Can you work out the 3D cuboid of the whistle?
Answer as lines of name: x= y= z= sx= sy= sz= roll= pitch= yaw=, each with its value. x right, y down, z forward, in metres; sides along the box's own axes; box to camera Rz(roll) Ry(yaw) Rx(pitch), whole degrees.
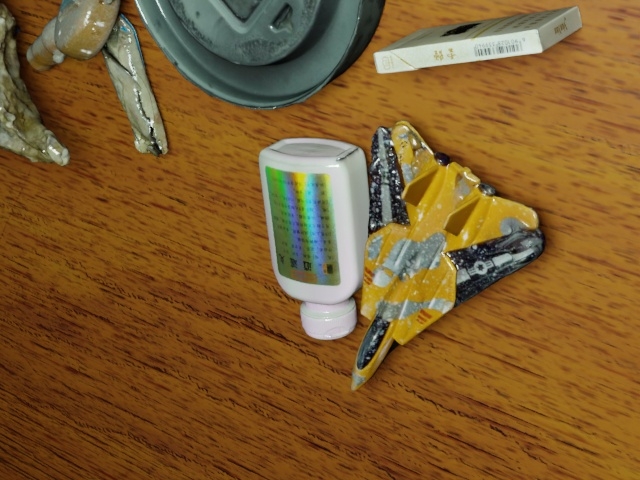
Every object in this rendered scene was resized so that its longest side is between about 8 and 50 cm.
whistle: x=-0.293 y=-0.253 z=1.297 sx=0.220 sy=0.057 sz=0.107 roll=-19 pitch=59 yaw=54

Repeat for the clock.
clock: x=-0.071 y=-0.289 z=1.120 sx=0.313 sy=0.061 sz=0.312 roll=17 pitch=122 yaw=30

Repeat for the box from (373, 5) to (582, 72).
box: x=0.140 y=-0.181 z=0.995 sx=0.167 sy=0.090 sz=0.024 roll=-1 pitch=112 yaw=38

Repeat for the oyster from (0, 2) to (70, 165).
oyster: x=-0.439 y=-0.227 z=1.342 sx=0.204 sy=0.111 sz=0.396 roll=-29 pitch=75 yaw=27

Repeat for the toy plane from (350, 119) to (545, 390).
toy plane: x=0.097 y=0.045 z=1.150 sx=0.204 sy=0.103 sz=0.316 roll=37 pitch=137 yaw=19

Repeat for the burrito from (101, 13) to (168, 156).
burrito: x=-0.222 y=-0.181 z=1.309 sx=0.051 sy=0.042 sz=0.171 roll=-2 pitch=114 yaw=47

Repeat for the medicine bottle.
medicine bottle: x=0.000 y=0.000 z=1.206 sx=0.115 sy=0.078 sz=0.219 roll=9 pitch=118 yaw=32
